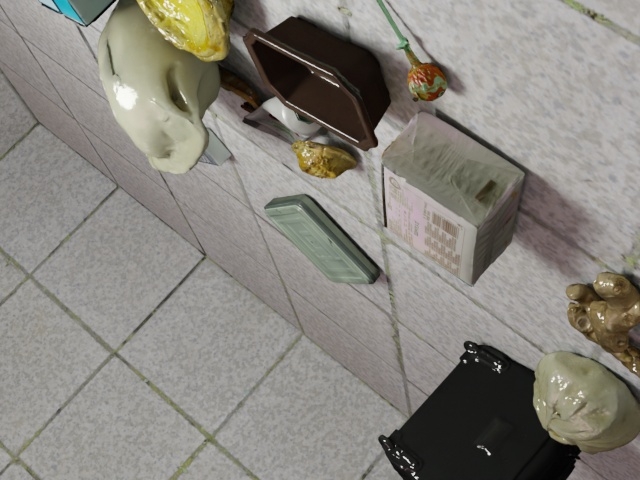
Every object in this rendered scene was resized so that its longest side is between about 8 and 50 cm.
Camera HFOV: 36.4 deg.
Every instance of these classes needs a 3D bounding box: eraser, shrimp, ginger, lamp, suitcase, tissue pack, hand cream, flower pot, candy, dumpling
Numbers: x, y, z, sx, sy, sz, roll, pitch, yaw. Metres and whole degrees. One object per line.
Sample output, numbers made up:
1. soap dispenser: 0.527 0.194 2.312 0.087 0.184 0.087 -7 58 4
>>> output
1. eraser: -0.302 -0.238 2.403 0.092 0.046 0.212 50 164 -27
2. shrimp: -0.169 -0.298 1.913 0.178 0.034 0.124 35 171 19
3. ginger: 0.424 0.111 1.463 0.149 0.065 0.259 35 166 36
4. lamp: 0.000 0.000 2.292 0.269 0.047 0.266 46 164 -13
5. suitcase: 0.344 0.414 1.988 0.339 0.345 0.188 27 154 47
6. tissue pack: 0.191 -0.059 1.450 0.185 0.124 0.225 38 165 20
7. hand cream: -0.060 -0.218 1.781 0.121 0.076 0.336 29 172 -12
8. flower pot: 0.007 -0.250 1.470 0.251 0.084 0.179 34 164 33
9. candy: 0.108 -0.260 1.278 0.055 0.049 0.185 -16 119 38
10. dumpling: -0.329 -0.291 1.850 0.395 0.233 0.315 62 144 20

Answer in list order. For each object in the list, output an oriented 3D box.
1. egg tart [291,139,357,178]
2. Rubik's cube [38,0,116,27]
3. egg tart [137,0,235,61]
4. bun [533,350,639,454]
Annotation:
1. egg tart: 0.004 -0.144 1.777 0.128 0.049 0.129 16 171 3
2. Rubik's cube: -0.452 -0.517 1.742 0.183 0.167 0.180 32 164 38
3. egg tart: -0.230 -0.420 1.601 0.279 0.095 0.279 40 160 17
4. bun: 0.469 0.304 1.764 0.231 0.133 0.231 40 168 10
